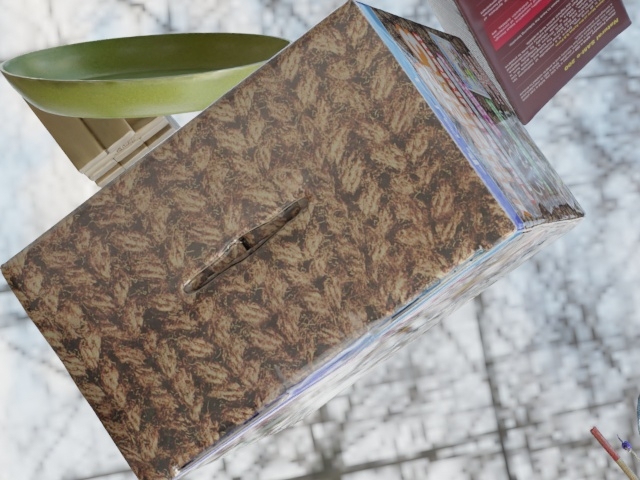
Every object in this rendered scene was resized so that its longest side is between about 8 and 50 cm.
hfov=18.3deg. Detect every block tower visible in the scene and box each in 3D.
[{"bbox_3d":[-0.178,-0.091,1.882,0.097,0.091,0.335,53,1,11],"label":"block tower"}]

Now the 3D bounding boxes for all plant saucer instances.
[{"bbox_3d":[-0.138,-0.134,1.614,0.241,0.241,0.037,20,-63,59],"label":"plant saucer"}]

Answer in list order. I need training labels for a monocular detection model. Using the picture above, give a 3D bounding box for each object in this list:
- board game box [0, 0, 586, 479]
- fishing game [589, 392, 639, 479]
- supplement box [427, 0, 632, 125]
[{"bbox_3d":[0.000,0.000,1.107,0.232,0.291,0.141,-36,-97,12],"label":"board game box"},{"bbox_3d":[0.411,0.194,2.025,0.264,0.041,0.189,-36,-82,33],"label":"fishing game"},{"bbox_3d":[0.154,-0.210,1.578,0.073,0.130,0.239,44,-5,35],"label":"supplement box"}]
